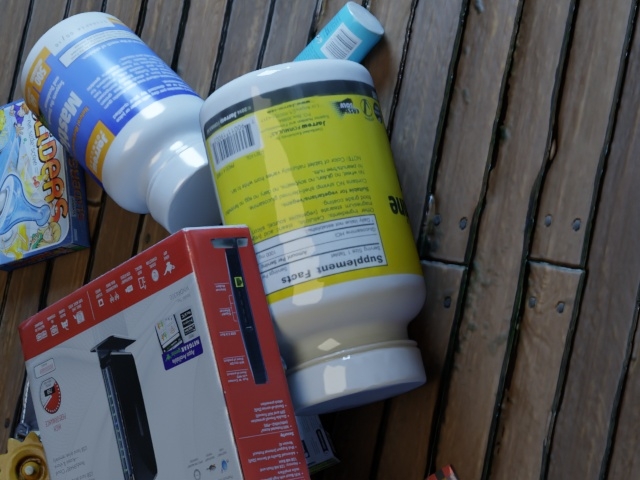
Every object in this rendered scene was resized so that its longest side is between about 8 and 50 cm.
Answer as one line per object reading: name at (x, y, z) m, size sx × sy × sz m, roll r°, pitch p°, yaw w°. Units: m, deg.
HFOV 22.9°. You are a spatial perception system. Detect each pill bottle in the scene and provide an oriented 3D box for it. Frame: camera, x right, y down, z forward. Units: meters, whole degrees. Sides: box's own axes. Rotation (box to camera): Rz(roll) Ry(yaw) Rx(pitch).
pill bottle at (-0.207, -0.126, 1.785) m, size 0.272 × 0.152 × 0.152 m, roll 45°, pitch 105°, yaw 30°
pill bottle at (0.000, 0.000, 1.605) m, size 0.188 × 0.188 × 0.334 m, roll -20°, pitch 77°, yaw 28°

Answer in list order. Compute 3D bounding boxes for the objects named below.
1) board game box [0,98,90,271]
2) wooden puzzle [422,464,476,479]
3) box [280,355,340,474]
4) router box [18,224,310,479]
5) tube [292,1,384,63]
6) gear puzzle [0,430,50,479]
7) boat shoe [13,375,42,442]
board game box at (-0.351, -0.075, 1.936) m, size 0.136 × 0.035 × 0.201 m, roll -16°, pitch 73°, yaw 29°
wooden puzzle at (0.122, 0.260, 1.596) m, size 0.083 × 0.006 × 0.049 m, roll -36°, pitch 65°, yaw 22°
box at (-0.067, 0.162, 1.695) m, size 0.114 × 0.036 × 0.207 m, roll -24°, pitch 68°, yaw 6°
router box at (-0.163, 0.178, 1.597) m, size 0.335 × 0.082 × 0.301 m, roll -28°, pitch 72°, yaw 46°
tube at (-0.015, -0.170, 1.737) m, size 0.207 × 0.052 × 0.080 m, roll -46°, pitch 59°, yaw 23°
gear puzzle at (-0.268, 0.370, 1.740) m, size 0.175 × 0.044 × 0.339 m, roll -30°, pitch 81°, yaw -3°
boat shoe at (-0.313, 0.258, 1.819) m, size 0.102 × 0.092 × 0.285 m, roll -5°, pitch 79°, yaw 31°
